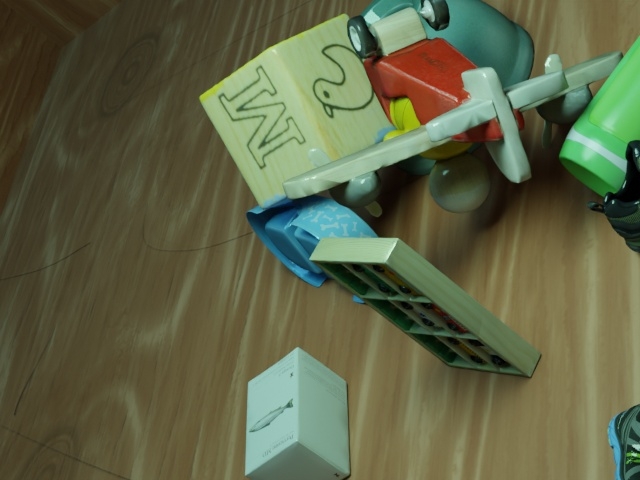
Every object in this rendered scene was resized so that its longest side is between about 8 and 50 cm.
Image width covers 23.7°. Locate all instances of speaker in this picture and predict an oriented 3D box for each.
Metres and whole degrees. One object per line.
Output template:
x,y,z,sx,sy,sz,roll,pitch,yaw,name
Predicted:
0.432,-0.192,1.926,0.296,0.131,0.131,-53,28,-2,speaker

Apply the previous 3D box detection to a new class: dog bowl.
0.000,0.000,2.319,0.074,0.166,0.297,-46,26,-14,dog bowl

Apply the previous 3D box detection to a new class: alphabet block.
-0.025,-0.190,2.252,0.193,0.197,0.192,-28,4,43,alphabet block

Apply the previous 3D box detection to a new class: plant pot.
0.155,-0.275,2.359,0.293,0.196,0.293,-36,33,27,plant pot

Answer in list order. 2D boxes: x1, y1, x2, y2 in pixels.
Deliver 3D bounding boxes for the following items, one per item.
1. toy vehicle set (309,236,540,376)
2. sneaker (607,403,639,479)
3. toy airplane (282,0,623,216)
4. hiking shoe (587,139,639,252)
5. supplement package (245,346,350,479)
0.131,0.083,1.904,0.166,0.267,0.035,0,57,58,toy vehicle set
0.355,0.235,1.607,0.078,0.067,0.188,-45,25,25,sneaker
0.186,-0.150,2.035,0.386,0.272,0.384,2,33,25,toy airplane
0.428,-0.093,1.828,0.227,0.114,0.086,-50,30,6,hiking shoe
-0.032,0.259,2.111,0.105,0.105,0.179,-36,32,26,supplement package
